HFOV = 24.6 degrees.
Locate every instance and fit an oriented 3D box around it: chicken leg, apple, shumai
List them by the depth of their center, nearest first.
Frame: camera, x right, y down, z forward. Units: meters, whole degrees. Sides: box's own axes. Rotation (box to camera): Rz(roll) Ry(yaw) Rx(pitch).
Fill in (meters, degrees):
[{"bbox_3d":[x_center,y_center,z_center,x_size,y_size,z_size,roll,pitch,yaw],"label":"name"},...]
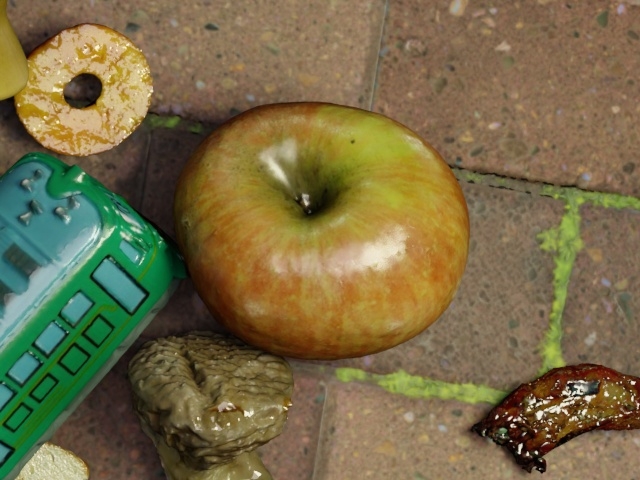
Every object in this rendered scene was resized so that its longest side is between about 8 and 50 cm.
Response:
[{"bbox_3d":[0.000,0.000,1.548,0.309,0.250,0.277,20,65,10],"label":"apple"},{"bbox_3d":[-0.119,0.200,1.557,0.166,0.206,0.176,-6,109,-24],"label":"shumai"},{"bbox_3d":[0.286,0.196,1.679,0.233,0.063,0.105,-20,95,-12],"label":"chicken leg"}]

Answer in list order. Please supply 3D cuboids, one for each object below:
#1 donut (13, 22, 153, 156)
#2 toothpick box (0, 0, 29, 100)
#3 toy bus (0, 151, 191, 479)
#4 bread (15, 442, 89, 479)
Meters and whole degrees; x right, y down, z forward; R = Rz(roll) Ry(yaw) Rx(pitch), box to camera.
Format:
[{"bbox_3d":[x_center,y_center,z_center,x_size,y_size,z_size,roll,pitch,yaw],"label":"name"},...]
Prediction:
[{"bbox_3d":[-0.259,-0.161,1.607,0.151,0.058,0.152,1,86,-9],"label":"donut"},{"bbox_3d":[-0.500,-0.307,1.404,0.408,0.409,0.425,-22,117,-11],"label":"toothpick box"},{"bbox_3d":[-0.314,0.073,1.496,0.183,0.199,0.343,35,79,26],"label":"toy bus"},{"bbox_3d":[-0.293,0.254,1.568,0.083,0.070,0.077,26,83,-9],"label":"bread"}]
